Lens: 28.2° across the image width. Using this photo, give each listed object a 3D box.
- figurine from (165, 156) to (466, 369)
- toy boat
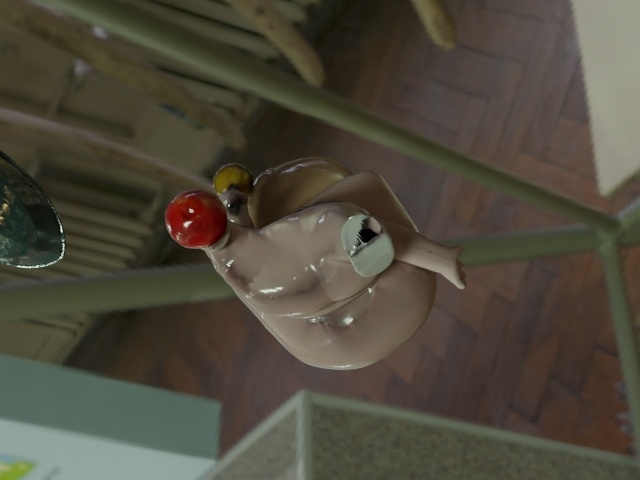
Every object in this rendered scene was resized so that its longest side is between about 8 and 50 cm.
[{"bbox_3d":[0.000,0.000,0.978,0.176,0.287,0.186,-33,75,10],"label":"figurine"},{"bbox_3d":[-0.191,-0.031,0.667,0.055,0.141,0.060,-57,-6,13],"label":"toy boat"}]
